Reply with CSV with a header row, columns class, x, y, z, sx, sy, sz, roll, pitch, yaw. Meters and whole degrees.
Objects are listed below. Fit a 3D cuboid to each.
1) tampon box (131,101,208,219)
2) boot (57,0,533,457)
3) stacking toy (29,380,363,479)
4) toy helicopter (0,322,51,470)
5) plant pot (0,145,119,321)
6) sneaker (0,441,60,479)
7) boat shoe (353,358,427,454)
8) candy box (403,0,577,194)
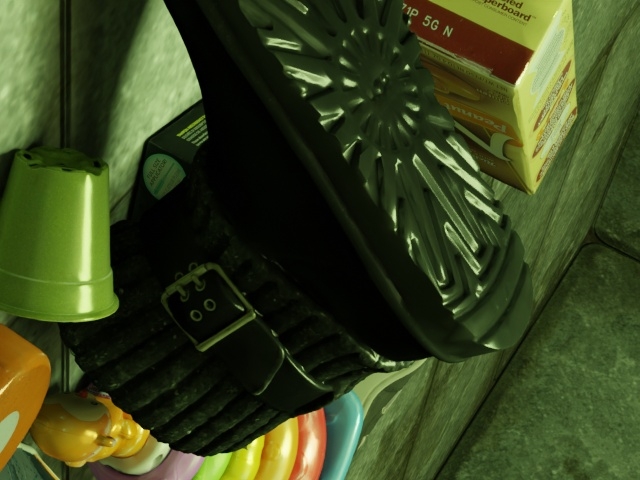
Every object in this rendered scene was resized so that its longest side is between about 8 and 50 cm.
class,x,y,z,sx,sy,sz,roll,pitch,yaw
tampon box,-0.035,-0.004,1.115,0.101,0.161,0.120,-44,156,-52
boot,-0.064,-0.042,0.963,0.260,0.348,0.131,-20,-167,37
stacking toy,-0.112,0.136,1.197,0.302,0.175,0.166,22,90,-62
toy helicopter,-0.261,0.164,0.689,0.235,0.140,0.355,-48,168,-52
plant pot,-0.145,-0.007,0.908,0.083,0.083,0.079,-30,133,-65
sneaker,-0.181,0.216,1.089,0.126,0.127,0.321,-57,164,-15
boat shoe,0.038,0.141,1.809,0.335,0.112,0.095,-60,-175,13
candy box,0.096,-0.143,1.279,0.088,0.183,0.316,-60,166,-6
